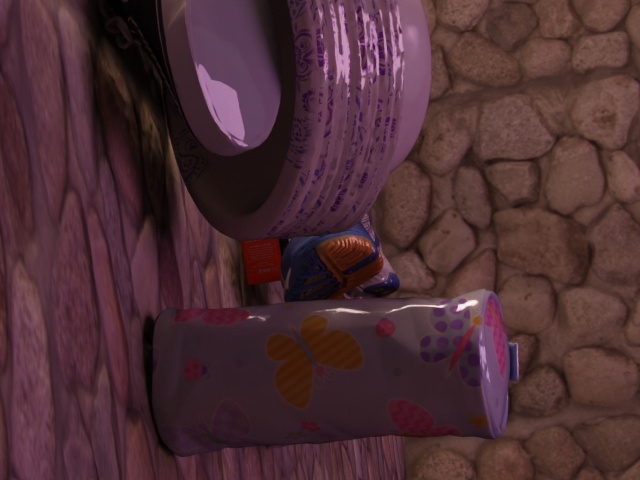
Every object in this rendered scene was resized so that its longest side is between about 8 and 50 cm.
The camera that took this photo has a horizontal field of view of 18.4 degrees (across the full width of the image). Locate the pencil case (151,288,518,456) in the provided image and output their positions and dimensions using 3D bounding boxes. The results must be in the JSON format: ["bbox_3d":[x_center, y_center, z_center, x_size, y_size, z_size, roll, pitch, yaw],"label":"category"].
[{"bbox_3d":[0.008,0.101,1.480,0.124,0.273,0.113,48,39,-67],"label":"pencil case"}]

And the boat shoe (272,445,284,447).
[{"bbox_3d":[-0.027,0.141,1.918,0.285,0.092,0.103,65,17,-70],"label":"boat shoe"}]

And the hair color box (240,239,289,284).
[{"bbox_3d":[-0.063,-0.029,2.075,0.072,0.043,0.141,-48,129,-81],"label":"hair color box"}]

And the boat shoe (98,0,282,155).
[{"bbox_3d":[-0.117,-0.193,1.498,0.113,0.105,0.306,7,61,-53],"label":"boat shoe"}]

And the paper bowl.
[{"bbox_3d":[-0.014,-0.144,1.625,0.284,0.148,0.284,15,-72,60],"label":"paper bowl"}]

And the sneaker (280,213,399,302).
[{"bbox_3d":[0.000,0.000,2.058,0.296,0.112,0.131,51,15,-79],"label":"sneaker"}]
